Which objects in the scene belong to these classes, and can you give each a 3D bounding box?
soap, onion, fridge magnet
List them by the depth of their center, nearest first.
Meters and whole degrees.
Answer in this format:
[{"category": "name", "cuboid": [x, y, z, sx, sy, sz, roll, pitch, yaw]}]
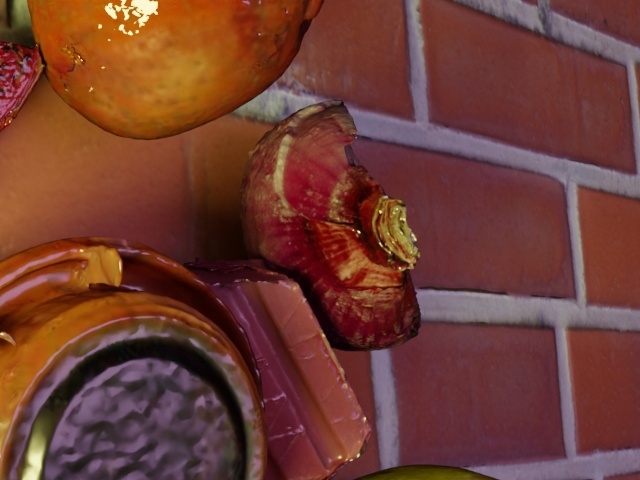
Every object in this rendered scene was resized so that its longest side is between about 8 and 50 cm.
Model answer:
[{"category": "fridge magnet", "cuboid": [-0.188, 0.178, 1.291, 0.363, 0.155, 0.364, -2, 93, -38]}, {"category": "soap", "cuboid": [-0.067, 0.131, 1.490, 0.162, 0.099, 0.250, -30, 114, -12]}, {"category": "onion", "cuboid": [0.000, 0.000, 1.550, 0.348, 0.159, 0.267, -171, -120, -88]}]

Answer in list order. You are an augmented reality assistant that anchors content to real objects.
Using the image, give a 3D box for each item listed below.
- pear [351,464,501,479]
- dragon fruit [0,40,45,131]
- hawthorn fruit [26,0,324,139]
[{"category": "pear", "cuboid": [0.083, 0.383, 1.463, 0.352, 0.413, 0.352, 8, 76, -37]}, {"category": "dragon fruit", "cuboid": [-0.299, -0.110, 1.337, 0.097, 0.063, 0.131, 14, 75, -23]}, {"category": "hawthorn fruit", "cuboid": [-0.107, -0.239, 1.401, 0.276, 0.307, 0.276, -14, 90, -69]}]
